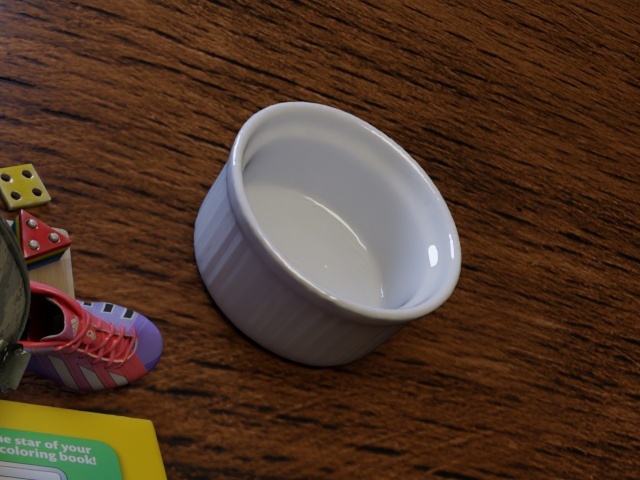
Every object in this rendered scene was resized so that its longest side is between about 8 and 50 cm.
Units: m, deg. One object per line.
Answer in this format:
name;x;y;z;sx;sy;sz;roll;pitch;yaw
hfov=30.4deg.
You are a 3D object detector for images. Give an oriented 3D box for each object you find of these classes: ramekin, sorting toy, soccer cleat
ramekin;0.000;0.000;1.256;0.277;0.135;0.277;21;44;-22
sorting toy;-0.286;0.020;1.082;0.132;0.046;0.274;11;49;-32
soccer cleat;-0.216;0.080;1.004;0.248;0.095;0.083;21;69;-48

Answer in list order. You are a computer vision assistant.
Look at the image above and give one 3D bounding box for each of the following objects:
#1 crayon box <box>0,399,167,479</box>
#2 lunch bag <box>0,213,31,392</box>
crayon box;-0.269;0.239;0.796;0.363;0.106;0.313;14;29;-29
lunch bag;-0.359;-0.006;0.797;0.305;0.256;0.212;30;80;17
